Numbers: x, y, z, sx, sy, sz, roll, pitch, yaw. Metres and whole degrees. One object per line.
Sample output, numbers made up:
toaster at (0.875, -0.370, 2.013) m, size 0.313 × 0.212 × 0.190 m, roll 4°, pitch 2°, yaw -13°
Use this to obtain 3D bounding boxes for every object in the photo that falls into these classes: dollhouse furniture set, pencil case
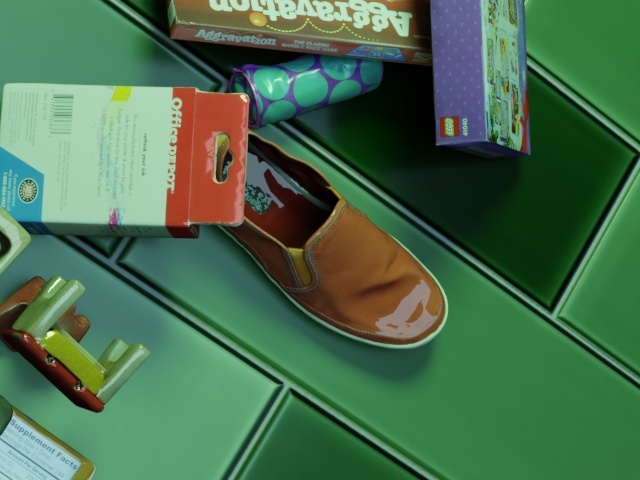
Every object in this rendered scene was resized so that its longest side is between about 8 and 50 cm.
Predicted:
dollhouse furniture set at (-0.356, 0.025, 1.368) m, size 0.374 × 0.201 × 0.152 m, roll 47°, pitch 73°, yaw -19°
pencil case at (-0.015, -0.166, 1.568) m, size 0.152 × 0.064 × 0.070 m, roll -22°, pitch 114°, yaw -21°

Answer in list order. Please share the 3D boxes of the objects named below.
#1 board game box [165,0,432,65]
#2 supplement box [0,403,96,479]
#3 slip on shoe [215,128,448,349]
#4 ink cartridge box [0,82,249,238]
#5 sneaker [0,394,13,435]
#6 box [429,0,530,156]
board game box at (-0.020, -0.249, 1.551) m, size 0.281 × 0.027 × 0.145 m, roll 3°, pitch 54°, yaw -20°
supplement box at (-0.325, 0.174, 1.430) m, size 0.233 × 0.078 × 0.080 m, roll 41°, pitch 73°, yaw -15°
slip on shoe at (0.000, 0.000, 1.548) m, size 0.331 × 0.101 × 0.123 m, roll 40°, pitch 73°, yaw -16°
ink cartridge box at (-0.182, -0.073, 1.447) m, size 0.231 × 0.078 × 0.134 m, roll 2°, pitch 80°, yaw 1°
sneaker at (-0.415, 0.156, 1.314) m, size 0.281 × 0.106 × 0.162 m, roll -25°, pitch 108°, yaw 14°
box at (0.163, -0.235, 1.574) m, size 0.057 × 0.201 × 0.293 m, roll -3°, pitch 88°, yaw 20°
